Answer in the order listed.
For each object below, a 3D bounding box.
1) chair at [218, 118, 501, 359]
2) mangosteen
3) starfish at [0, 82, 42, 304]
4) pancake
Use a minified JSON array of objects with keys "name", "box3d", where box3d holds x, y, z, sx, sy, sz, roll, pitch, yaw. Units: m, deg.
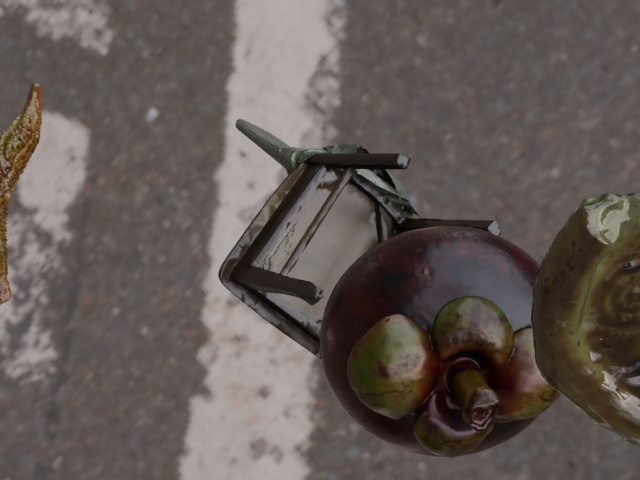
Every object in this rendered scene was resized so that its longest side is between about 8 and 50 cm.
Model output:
[{"name":"chair","box3d":[0.000,0.000,1.721,0.160,0.319,0.186,36,78,-29]},{"name":"mangosteen","box3d":[0.091,0.078,1.325,0.200,0.200,0.200,15,57,-25]},{"name":"starfish","box3d":[-0.290,-0.052,1.576,0.043,0.227,0.240,9,49,19]},{"name":"pancake","box3d":[0.227,0.035,0.976,0.212,0.235,0.029,51,25,-29]}]
